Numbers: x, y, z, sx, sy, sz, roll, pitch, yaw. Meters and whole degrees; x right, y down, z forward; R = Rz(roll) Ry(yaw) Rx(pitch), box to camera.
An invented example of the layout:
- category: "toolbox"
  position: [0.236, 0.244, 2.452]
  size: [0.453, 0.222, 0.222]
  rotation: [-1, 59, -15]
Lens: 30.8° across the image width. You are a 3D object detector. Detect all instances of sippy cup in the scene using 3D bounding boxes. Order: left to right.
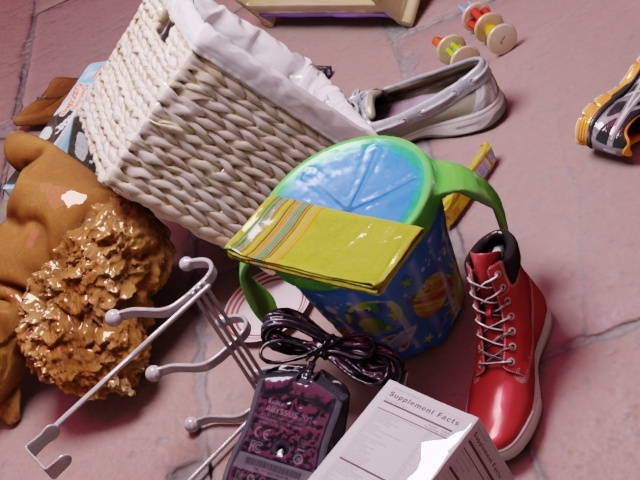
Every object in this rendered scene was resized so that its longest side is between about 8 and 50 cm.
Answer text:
- category: "sippy cup"
  position: [0.071, 0.026, 1.459]
  size: [0.306, 0.224, 0.240]
  rotation: [10, 54, 40]

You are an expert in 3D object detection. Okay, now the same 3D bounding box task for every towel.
- category: "towel"
  position: [0.000, 0.000, 1.336]
  size: [0.237, 0.021, 0.102]
  rotation: [13, 57, 41]

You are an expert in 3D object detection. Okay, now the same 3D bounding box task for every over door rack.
- category: "over door rack"
  position: [-0.203, 0.207, 1.423]
  size: [0.108, 0.239, 0.324]
  rotation: [13, 54, 40]

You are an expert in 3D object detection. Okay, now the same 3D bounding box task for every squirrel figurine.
- category: "squirrel figurine"
  position: [-0.401, 0.086, 1.684]
  size: [0.397, 0.281, 0.370]
  rotation: [20, 66, 49]

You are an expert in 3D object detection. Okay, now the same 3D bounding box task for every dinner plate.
- category: "dinner plate"
  position: [-0.073, 0.093, 1.651]
  size: [0.141, 0.017, 0.141]
  rotation: [-19, 38, 15]

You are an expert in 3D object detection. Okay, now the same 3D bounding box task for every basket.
- category: "basket"
  position: [-0.142, -0.174, 1.697]
  size: [0.266, 0.331, 0.328]
  rotation: [-54, 30, 13]

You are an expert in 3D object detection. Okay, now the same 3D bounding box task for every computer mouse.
- category: "computer mouse"
  position: [-0.023, 0.231, 1.376]
  size: [0.189, 0.072, 0.272]
  rotation: [19, 76, 18]

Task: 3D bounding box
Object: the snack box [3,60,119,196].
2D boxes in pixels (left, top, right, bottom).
- category: "snack box"
  position: [-0.398, -0.136, 1.992]
  size: [0.060, 0.187, 0.322]
  rotation: [-4, 45, 31]

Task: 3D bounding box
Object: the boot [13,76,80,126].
- category: "boot"
  position: [-0.518, -0.247, 2.279]
  size: [0.281, 0.096, 0.264]
  rotation: [5, 50, 39]

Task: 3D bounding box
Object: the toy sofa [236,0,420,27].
- category: "toy sofa"
  position: [0.034, -0.471, 2.145]
  size: [0.363, 0.177, 0.150]
  rotation: [9, 77, 40]

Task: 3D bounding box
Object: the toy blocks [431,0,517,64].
- category: "toy blocks"
  position: [0.237, -0.339, 1.906]
  size: [0.123, 0.054, 0.148]
  rotation: [-31, 37, -1]

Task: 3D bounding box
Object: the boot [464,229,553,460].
- category: "boot"
  position: [0.194, 0.112, 1.318]
  size: [0.088, 0.176, 0.244]
  rotation: [-5, 45, 27]

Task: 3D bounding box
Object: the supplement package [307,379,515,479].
- category: "supplement package"
  position: [0.072, 0.293, 1.225]
  size: [0.139, 0.134, 0.244]
  rotation: [19, 59, 46]

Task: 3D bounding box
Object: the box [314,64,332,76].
- category: "box"
  position: [-0.031, -0.291, 2.029]
  size: [0.067, 0.018, 0.083]
  rotation: [10, 23, 40]

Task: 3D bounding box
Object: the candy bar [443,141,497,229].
- category: "candy bar"
  position: [0.206, -0.077, 1.638]
  size: [0.018, 0.040, 0.161]
  rotation: [1, 46, 48]

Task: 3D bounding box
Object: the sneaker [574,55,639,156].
- category: "sneaker"
  position: [0.445, -0.189, 1.583]
  size: [0.215, 0.084, 0.083]
  rotation: [-44, 52, -11]

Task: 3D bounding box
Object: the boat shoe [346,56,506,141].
- category: "boat shoe"
  position: [0.122, -0.208, 1.793]
  size: [0.321, 0.103, 0.118]
  rotation: [-7, 43, 28]
